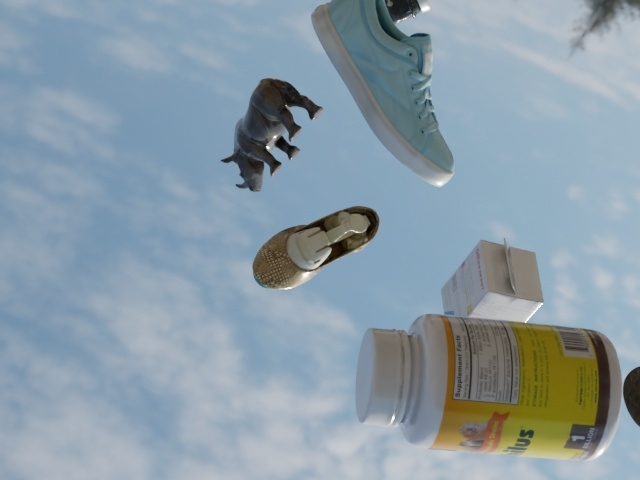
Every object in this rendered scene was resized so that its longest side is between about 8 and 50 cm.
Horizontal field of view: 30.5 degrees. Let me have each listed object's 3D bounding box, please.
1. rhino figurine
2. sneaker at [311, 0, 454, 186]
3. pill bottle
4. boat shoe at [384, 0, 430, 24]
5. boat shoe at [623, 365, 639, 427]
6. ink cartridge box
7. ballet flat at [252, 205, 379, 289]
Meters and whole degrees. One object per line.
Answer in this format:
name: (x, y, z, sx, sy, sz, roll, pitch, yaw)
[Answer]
rhino figurine: (-0.088, -0.158, 1.830, 0.106, 0.243, 0.073, 45, -131, 9)
sneaker: (0.137, -0.264, 1.946, 0.366, 0.150, 0.135, 54, -154, -7)
pill bottle: (0.143, 0.127, 1.023, 0.215, 0.117, 0.117, 6, -145, -8)
boat shoe: (0.128, -0.571, 2.445, 0.114, 0.091, 0.302, 58, -174, -52)
boat shoe: (0.454, 0.237, 1.531, 0.060, 0.064, 0.178, 35, -163, -36)
ink cartridge box: (0.243, 0.073, 1.645, 0.090, 0.143, 0.092, 13, -131, -19)
ballet flat: (0.000, 0.000, 1.453, 0.206, 0.067, 0.073, -30, -95, -45)
